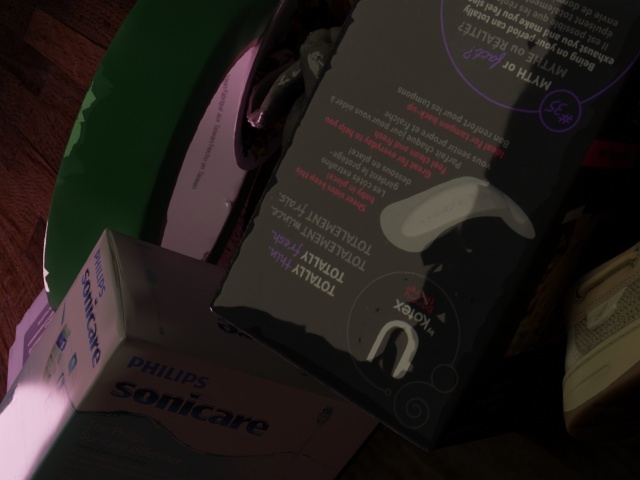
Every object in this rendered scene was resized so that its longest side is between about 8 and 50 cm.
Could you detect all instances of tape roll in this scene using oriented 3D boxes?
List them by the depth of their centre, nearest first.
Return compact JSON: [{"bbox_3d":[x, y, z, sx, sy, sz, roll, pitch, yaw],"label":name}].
[{"bbox_3d":[-0.120,-0.069,1.024,0.321,0.077,0.321,21,-90,-83],"label":"tape roll"}]

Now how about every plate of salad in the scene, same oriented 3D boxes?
[{"bbox_3d":[-0.015,-0.146,1.028,0.200,0.048,0.200,-60,-11,-20],"label":"plate of salad"}]

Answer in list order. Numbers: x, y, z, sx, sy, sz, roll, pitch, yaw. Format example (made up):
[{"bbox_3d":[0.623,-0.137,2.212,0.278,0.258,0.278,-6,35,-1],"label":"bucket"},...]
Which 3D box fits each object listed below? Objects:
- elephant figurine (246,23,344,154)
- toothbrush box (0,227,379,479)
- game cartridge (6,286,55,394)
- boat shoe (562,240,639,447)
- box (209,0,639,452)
[{"bbox_3d":[0.034,-0.106,0.920,0.239,0.186,0.169,-115,8,-65],"label":"elephant figurine"},{"bbox_3d":[-0.126,0.164,0.923,0.295,0.216,0.126,-55,32,26],"label":"toothbrush box"},{"bbox_3d":[-0.273,0.105,1.380,0.297,0.062,0.198,-47,40,35],"label":"game cartridge"},{"bbox_3d":[0.217,-0.003,0.561,0.302,0.109,0.098,-45,38,46],"label":"boat shoe"},{"bbox_3d":[0.085,-0.038,0.705,0.165,0.143,0.270,31,101,26],"label":"box"}]
